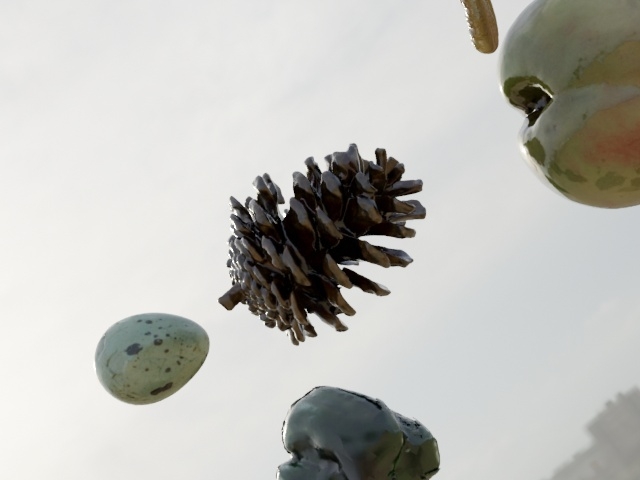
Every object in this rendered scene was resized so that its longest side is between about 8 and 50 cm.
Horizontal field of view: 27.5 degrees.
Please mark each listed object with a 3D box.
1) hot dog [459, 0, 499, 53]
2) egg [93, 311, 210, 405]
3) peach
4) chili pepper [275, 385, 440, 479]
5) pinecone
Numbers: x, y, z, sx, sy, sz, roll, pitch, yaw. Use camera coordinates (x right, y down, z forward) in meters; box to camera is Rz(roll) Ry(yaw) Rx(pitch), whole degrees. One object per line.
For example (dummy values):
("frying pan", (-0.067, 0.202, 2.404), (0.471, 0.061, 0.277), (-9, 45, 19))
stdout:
("hot dog", (0.126, -0.221, 1.118), (0.137, 0.028, 0.044), (62, -145, -37))
("egg", (-0.235, 0.161, 1.830), (0.164, 0.131, 0.131), (-23, -17, 2))
("peach", (0.359, -0.181, 1.580), (0.292, 0.292, 0.247), (-31, -20, -21))
("chili pepper", (0.063, 0.374, 2.219), (0.233, 0.248, 0.257), (-3, 7, -43))
("pinecone", (0.000, 0.000, 1.727), (0.309, 0.244, 0.244), (-31, -17, 1))
